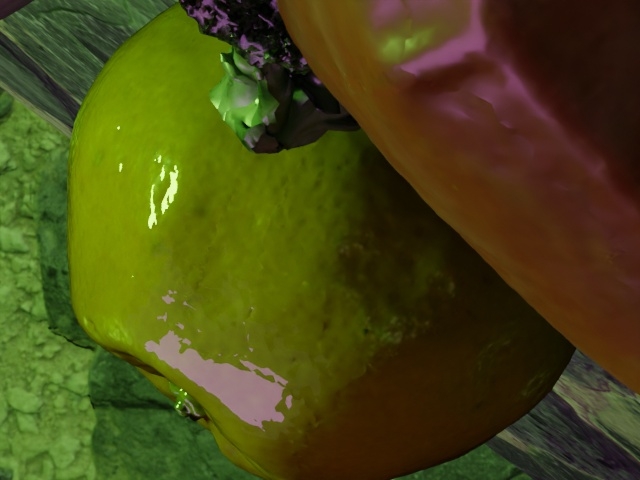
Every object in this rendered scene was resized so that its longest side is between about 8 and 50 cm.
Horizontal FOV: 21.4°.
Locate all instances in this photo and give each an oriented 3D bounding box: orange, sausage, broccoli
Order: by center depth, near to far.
[{"bbox_3d":[0.091,-0.055,0.448,0.268,0.153,0.141,43,179,-26],"label":"sausage"},{"bbox_3d":[0.006,-0.104,0.660,0.145,0.138,0.162,30,-148,1],"label":"broccoli"},{"bbox_3d":[0.000,0.000,0.841,0.279,0.235,0.279,27,171,5],"label":"orange"}]

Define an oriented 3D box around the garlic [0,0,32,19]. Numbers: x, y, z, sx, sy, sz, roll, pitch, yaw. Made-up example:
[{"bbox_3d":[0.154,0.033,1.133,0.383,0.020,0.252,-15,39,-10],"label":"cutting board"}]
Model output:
[{"bbox_3d":[-0.207,-0.205,0.524,0.317,0.259,0.317,33,-149,-22],"label":"garlic"}]
